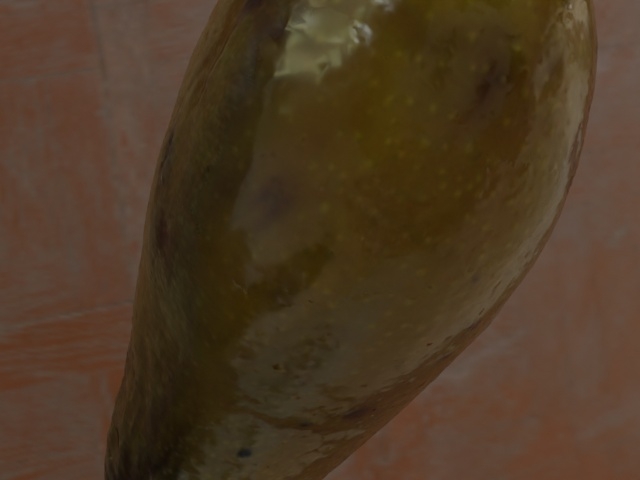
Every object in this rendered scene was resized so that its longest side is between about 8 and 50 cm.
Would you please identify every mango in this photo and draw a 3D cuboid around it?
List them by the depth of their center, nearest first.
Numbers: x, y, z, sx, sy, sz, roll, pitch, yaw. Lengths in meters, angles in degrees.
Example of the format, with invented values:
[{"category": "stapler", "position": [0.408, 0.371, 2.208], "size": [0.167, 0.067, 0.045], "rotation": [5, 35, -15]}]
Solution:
[{"category": "mango", "position": [0.007, -0.003, 0.784], "size": [0.176, 0.175, 0.329], "rotation": [-14, 138, -32]}]
